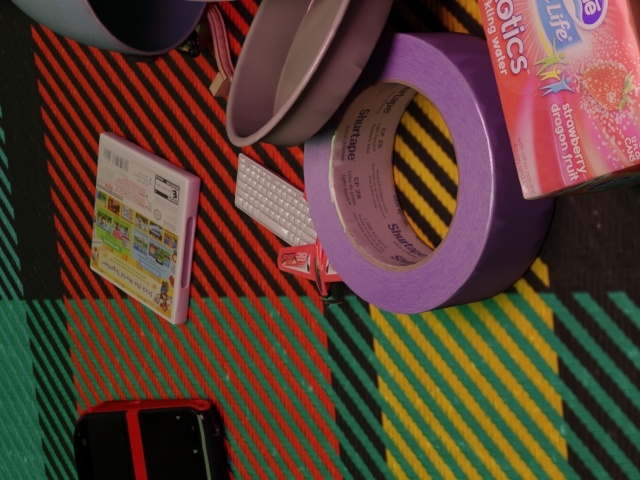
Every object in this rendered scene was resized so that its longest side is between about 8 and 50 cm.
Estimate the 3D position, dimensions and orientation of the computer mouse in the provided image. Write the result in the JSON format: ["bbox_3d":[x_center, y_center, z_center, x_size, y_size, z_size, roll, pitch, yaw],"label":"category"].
[{"bbox_3d":[-0.219,-0.259,1.646,0.242,0.041,0.071,17,117,58],"label":"computer mouse"}]

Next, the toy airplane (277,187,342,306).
[{"bbox_3d":[0.000,0.000,1.439,0.151,0.028,0.151,20,117,47],"label":"toy airplane"}]

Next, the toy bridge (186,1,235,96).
[{"bbox_3d":[-0.146,-0.263,1.595,0.188,0.026,0.063,60,136,27],"label":"toy bridge"}]

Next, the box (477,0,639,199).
[{"bbox_3d":[0.231,-0.197,1.047,0.154,0.142,0.300,-18,83,50],"label":"box"}]

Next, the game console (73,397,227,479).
[{"bbox_3d":[-0.220,0.415,1.795,0.342,0.060,0.387,-10,89,47],"label":"game console"}]

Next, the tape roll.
[{"bbox_3d":[0.101,-0.068,1.274,0.274,0.090,0.275,13,107,49],"label":"tape roll"}]

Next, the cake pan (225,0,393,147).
[{"bbox_3d":[-0.006,-0.220,1.308,0.293,0.054,0.293,-50,26,36],"label":"cake pan"}]

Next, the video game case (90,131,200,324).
[{"bbox_3d":[-0.244,-0.020,1.761,0.227,0.026,0.206,27,117,45],"label":"video game case"}]

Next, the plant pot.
[{"bbox_3d":[-0.280,-0.358,1.494,0.195,0.290,0.290,2,98,29],"label":"plant pot"}]

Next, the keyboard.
[{"bbox_3d":[-0.024,-0.023,1.497,0.256,0.014,0.072,34,122,43],"label":"keyboard"}]
